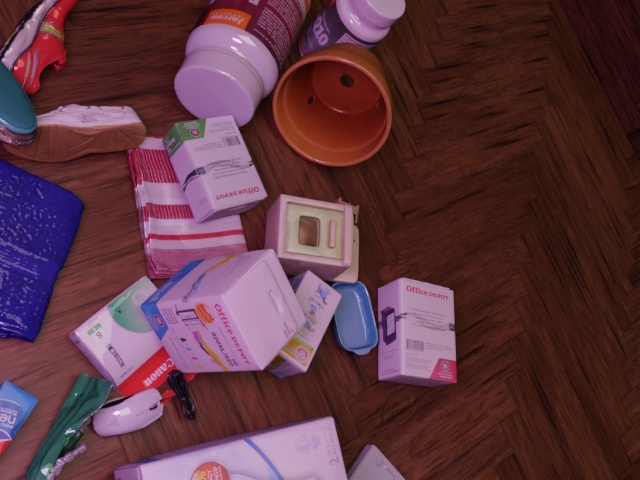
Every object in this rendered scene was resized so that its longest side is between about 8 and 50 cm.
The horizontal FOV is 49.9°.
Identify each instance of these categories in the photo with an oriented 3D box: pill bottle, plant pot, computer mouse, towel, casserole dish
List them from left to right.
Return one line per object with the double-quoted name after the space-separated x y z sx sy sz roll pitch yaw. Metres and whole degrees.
-0.584 0.015 1.255 0.228 0.076 0.308 29 57 -30 "towel"
-0.329 0.319 1.297 0.193 0.042 0.106 -17 102 -35 "computer mouse"
-0.286 -0.081 1.507 0.237 0.037 0.329 -5 74 -36 "towel"
-0.181 -0.468 1.612 0.224 0.224 0.392 31 57 -20 "pill bottle"
0.049 -0.358 1.704 0.291 0.291 0.203 39 39 -15 "plant pot"
0.078 -0.555 1.779 0.161 0.283 0.161 13 65 -29 "pill bottle"
0.072 0.182 1.639 0.114 0.037 0.188 -3 72 -34 "casserole dish"

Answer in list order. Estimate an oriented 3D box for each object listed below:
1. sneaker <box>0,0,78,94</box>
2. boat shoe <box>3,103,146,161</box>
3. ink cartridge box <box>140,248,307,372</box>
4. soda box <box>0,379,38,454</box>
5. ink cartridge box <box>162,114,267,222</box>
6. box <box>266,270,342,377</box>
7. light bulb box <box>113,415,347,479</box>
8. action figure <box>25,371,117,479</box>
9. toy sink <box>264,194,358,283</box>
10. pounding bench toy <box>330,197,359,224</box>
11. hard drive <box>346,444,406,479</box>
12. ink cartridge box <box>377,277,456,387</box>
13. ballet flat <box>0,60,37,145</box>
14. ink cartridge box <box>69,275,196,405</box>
-0.570 -0.413 1.430 0.118 0.107 0.279 42 56 -35 "sneaker"
-0.502 -0.228 1.395 0.277 0.098 0.096 -9 54 -33 "boat shoe"
-0.184 0.138 1.325 0.168 0.233 0.171 -46 118 -46 "ink cartridge box"
-0.561 0.341 1.134 0.067 0.071 0.210 37 55 -16 "soda box"
-0.230 -0.156 1.503 0.153 0.087 0.208 -17 79 -41 "ink cartridge box"
-0.057 0.184 1.502 0.103 0.114 0.203 39 55 -17 "box"
-0.139 0.530 1.218 0.361 0.225 0.357 -7 76 -28 "light bulb box"
-0.444 0.347 1.195 0.063 0.137 0.232 43 62 -28 "action figure"
0.000 0.000 1.574 0.234 0.131 0.152 10 68 -18 "toy sink"
0.051 -0.054 1.708 0.065 0.052 0.083 21 61 -25 "pounding bench toy"
0.089 0.624 1.472 0.203 0.040 0.307 50 53 -7 "hard drive"
0.236 0.228 1.688 0.172 0.100 0.237 14 65 -29 "ink cartridge box"
-0.684 -0.334 1.260 0.482 0.182 0.164 59 20 9 "ballet flat"
-0.344 0.210 1.343 0.224 0.056 0.181 50 54 -5 "ink cartridge box"
